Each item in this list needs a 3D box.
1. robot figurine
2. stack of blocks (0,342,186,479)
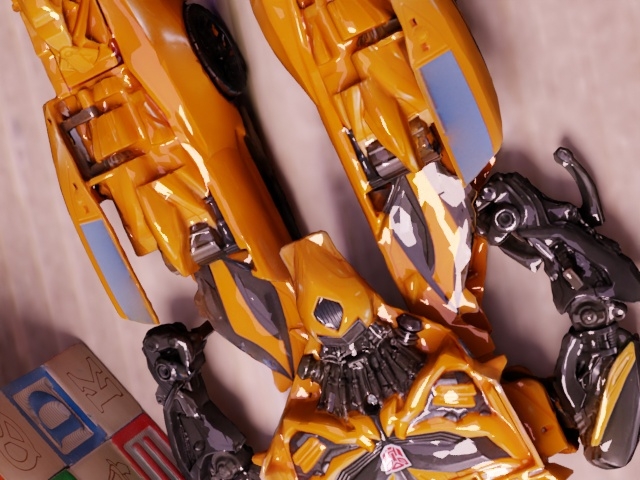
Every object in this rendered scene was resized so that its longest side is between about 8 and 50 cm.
[{"bbox_3d":[0.000,0.000,0.735,0.211,0.085,0.291,-25,93,19],"label":"robot figurine"},{"bbox_3d":[-0.056,0.194,0.742,0.087,0.171,0.297,-44,87,18],"label":"stack of blocks"}]
